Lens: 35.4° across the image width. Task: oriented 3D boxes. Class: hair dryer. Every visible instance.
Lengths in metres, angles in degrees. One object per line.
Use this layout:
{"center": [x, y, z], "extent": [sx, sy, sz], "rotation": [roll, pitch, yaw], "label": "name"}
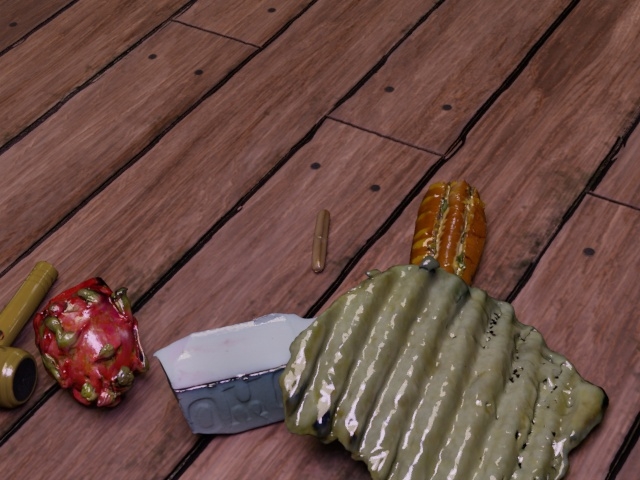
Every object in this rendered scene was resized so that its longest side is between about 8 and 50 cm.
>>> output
{"center": [-0.466, 0.133, 1.530], "extent": [0.135, 0.090, 0.278], "rotation": [6, 40, 14], "label": "hair dryer"}

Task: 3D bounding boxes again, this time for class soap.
{"center": [-0.097, 0.188, 1.368], "extent": [0.231, 0.145, 0.091], "rotation": [-16, 46, -7], "label": "soap"}

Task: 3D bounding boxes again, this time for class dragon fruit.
{"center": [-0.321, 0.151, 1.433], "extent": [0.172, 0.166, 0.160], "rotation": [56, 26, 12], "label": "dragon fruit"}

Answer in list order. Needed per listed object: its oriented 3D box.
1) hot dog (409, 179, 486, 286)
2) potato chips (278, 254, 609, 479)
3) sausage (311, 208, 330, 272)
{"center": [0.199, 0.004, 1.564], "extent": [0.115, 0.072, 0.269], "rotation": [8, 46, 5], "label": "hot dog"}
{"center": [0.166, 0.200, 1.328], "extent": [0.389, 0.097, 0.373], "rotation": [-36, 74, -28], "label": "potato chips"}
{"center": [0.000, 0.000, 1.627], "extent": [0.024, 0.024, 0.132], "rotation": [-1, 44, 8], "label": "sausage"}
